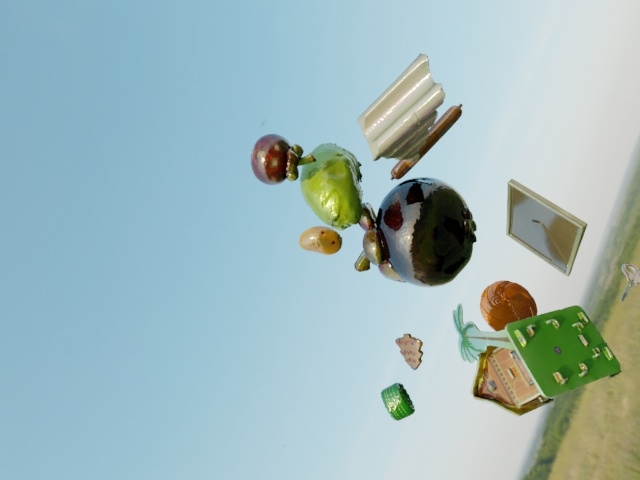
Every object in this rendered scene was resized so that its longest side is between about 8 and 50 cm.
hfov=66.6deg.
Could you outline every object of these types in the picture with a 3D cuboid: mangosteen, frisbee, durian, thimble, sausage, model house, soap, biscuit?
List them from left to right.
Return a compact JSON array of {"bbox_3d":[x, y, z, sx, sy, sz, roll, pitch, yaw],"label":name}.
[{"bbox_3d":[-0.116,-0.225,1.424,0.156,0.181,0.146,-90,25,-54],"label":"mangosteen"},{"bbox_3d":[0.045,-0.173,1.560,0.204,0.256,0.340,-36,13,16],"label":"durian"},{"bbox_3d":[0.292,0.607,1.844,0.090,0.130,0.118,-33,-40,12],"label":"thimble"},{"bbox_3d":[0.305,0.376,1.641,0.019,0.119,0.130,-17,-87,-37],"label":"biscuit"},{"bbox_3d":[0.316,-0.021,1.695,0.382,0.434,0.383,22,-117,-54],"label":"mangosteen"},{"bbox_3d":[0.290,-0.386,1.485,0.302,0.159,0.257,-38,-22,34],"label":"soap"},{"bbox_3d":[0.367,-0.338,1.690,0.348,0.053,0.053,-47,-27,10],"label":"sausage"},{"bbox_3d":[0.625,0.220,1.607,0.192,0.191,0.035,-58,-11,-21],"label":"frisbee"},{"bbox_3d":[0.573,0.315,1.414,0.300,0.340,0.324,-8,-32,-26],"label":"model house"}]

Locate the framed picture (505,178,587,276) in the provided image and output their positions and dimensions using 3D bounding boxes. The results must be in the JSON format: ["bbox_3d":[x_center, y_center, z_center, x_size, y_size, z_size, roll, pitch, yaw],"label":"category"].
[{"bbox_3d":[0.649,-0.030,1.434,0.020,0.240,0.324,-44,-34,-7],"label":"framed picture"}]

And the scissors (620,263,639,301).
[{"bbox_3d":[1.037,0.144,1.624,0.189,0.100,0.015,-38,-34,-32],"label":"scissors"}]

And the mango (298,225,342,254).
[{"bbox_3d":[0.002,-0.003,1.964,0.090,0.177,0.115,-53,-26,-67],"label":"mango"}]
